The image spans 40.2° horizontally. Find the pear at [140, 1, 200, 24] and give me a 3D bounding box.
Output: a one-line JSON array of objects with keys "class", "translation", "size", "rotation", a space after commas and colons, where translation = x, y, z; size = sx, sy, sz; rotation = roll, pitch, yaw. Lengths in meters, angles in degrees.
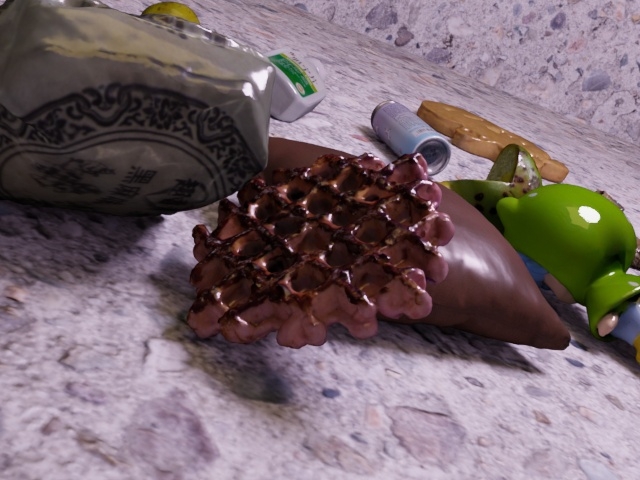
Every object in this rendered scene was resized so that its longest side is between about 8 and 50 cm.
[{"class": "pear", "translation": [-0.258, -0.360, 1.499], "size": [0.107, 0.107, 0.131], "rotation": [27, 28, 13]}]

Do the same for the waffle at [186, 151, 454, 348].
[{"class": "waffle", "translation": [0.000, 0.000, 0.724], "size": [0.221, 0.055, 0.234], "rotation": [-8, 39, 11]}]

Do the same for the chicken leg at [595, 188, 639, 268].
[{"class": "chicken leg", "translation": [0.484, -0.027, 1.463], "size": [0.125, 0.080, 0.196], "rotation": [29, 17, -19]}]

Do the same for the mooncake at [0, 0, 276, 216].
[{"class": "mooncake", "translation": [-0.189, -0.097, 0.741], "size": [0.250, 0.136, 0.254], "rotation": [10, -20, -32]}]

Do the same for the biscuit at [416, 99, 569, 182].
[{"class": "biscuit", "translation": [0.362, -0.223, 1.882], "size": [0.275, 0.052, 0.355], "rotation": [3, 28, -43]}]

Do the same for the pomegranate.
[{"class": "pomegranate", "translation": [0.225, -0.051, 1.193], "size": [0.169, 0.122, 0.143], "rotation": [-26, 9, -22]}]

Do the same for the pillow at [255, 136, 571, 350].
[{"class": "pillow", "translation": [0.079, -0.004, 0.917], "size": [0.306, 0.108, 0.308], "rotation": [13, 24, -26]}]

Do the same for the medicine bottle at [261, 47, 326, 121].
[{"class": "medicine bottle", "translation": [-0.051, -0.269, 1.489], "size": [0.119, 0.069, 0.183], "rotation": [46, 26, 1]}]

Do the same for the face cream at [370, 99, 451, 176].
[{"class": "face cream", "translation": [0.147, -0.186, 1.517], "size": [0.075, 0.075, 0.229], "rotation": [13, 22, -24]}]

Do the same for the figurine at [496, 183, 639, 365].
[{"class": "figurine", "translation": [0.325, 0.034, 1.049], "size": [0.162, 0.143, 0.263], "rotation": [-12, 48, -34]}]
